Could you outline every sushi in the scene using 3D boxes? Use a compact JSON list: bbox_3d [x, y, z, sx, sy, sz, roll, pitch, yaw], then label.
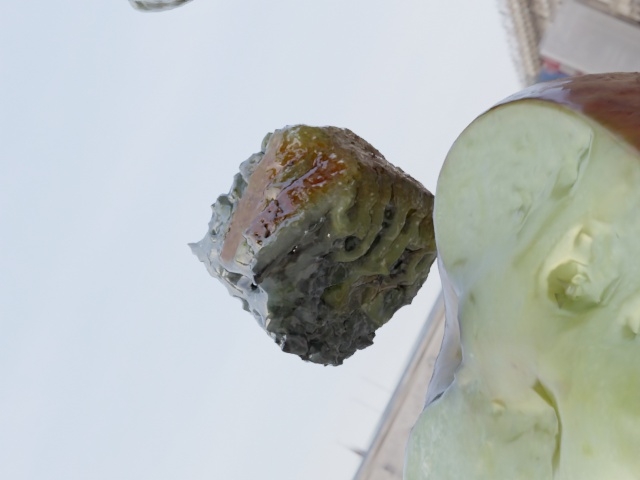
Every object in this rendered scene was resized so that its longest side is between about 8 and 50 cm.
[{"bbox_3d":[0.000,0.000,1.076,0.184,0.139,0.274,-53,-35,7],"label":"sushi"}]

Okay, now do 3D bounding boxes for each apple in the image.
[{"bbox_3d":[0.106,0.046,0.398,0.160,0.173,0.195,13,-97,-46],"label":"apple"}]

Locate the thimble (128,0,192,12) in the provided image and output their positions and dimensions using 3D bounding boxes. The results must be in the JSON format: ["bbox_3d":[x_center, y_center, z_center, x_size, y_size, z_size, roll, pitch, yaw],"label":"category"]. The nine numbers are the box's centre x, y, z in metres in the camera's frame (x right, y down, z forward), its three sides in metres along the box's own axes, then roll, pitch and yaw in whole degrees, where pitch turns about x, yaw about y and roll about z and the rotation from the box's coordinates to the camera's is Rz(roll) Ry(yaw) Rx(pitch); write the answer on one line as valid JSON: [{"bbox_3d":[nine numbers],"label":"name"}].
[{"bbox_3d":[-0.103,-0.292,0.693,0.195,0.291,0.291,-33,-17,2],"label":"thimble"}]
